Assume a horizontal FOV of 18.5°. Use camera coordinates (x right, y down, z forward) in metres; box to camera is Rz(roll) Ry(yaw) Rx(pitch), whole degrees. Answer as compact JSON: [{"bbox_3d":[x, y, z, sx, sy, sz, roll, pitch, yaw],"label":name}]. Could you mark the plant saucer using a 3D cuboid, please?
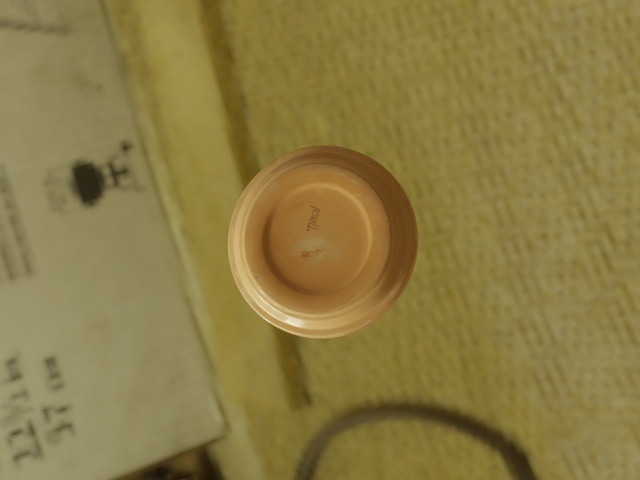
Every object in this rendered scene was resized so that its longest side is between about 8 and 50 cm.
[{"bbox_3d":[0.000,0.000,0.844,0.083,0.083,0.013,62,-172,14],"label":"plant saucer"}]
